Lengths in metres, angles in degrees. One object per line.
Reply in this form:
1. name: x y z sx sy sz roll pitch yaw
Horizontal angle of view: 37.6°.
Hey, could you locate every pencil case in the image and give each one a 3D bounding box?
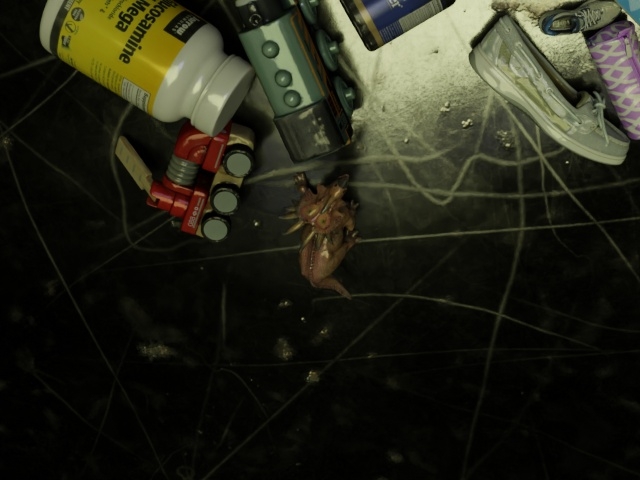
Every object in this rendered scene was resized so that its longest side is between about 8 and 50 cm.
1. pencil case: 0.519 -0.267 1.561 0.086 0.088 0.206 -38 111 -13

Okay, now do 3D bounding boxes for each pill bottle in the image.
1. pill bottle: -0.288 -0.322 1.596 0.334 0.188 0.188 31 116 1
2. pill bottle: 0.145 -0.412 1.525 0.219 0.123 0.122 -30 108 7

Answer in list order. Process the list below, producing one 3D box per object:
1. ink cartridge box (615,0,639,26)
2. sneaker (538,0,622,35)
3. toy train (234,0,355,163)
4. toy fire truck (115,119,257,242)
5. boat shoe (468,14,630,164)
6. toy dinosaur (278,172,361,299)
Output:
1. ink cartridge box: 0.547 -0.460 1.402 0.197 0.198 0.270 42 115 -10
2. sneaker: 0.430 -0.362 1.547 0.135 0.058 0.052 -14 112 15
3. toy train: -0.042 -0.289 1.586 0.142 0.190 0.333 -17 112 16
4. toy fire truck: -0.258 -0.142 1.733 0.246 0.158 0.217 17 118 -11
5. boat shoe: 0.399 -0.245 1.578 0.320 0.118 0.103 38 120 -2
6. toy dinosaur: 0.000 0.000 1.712 0.127 0.200 0.295 1 116 9
